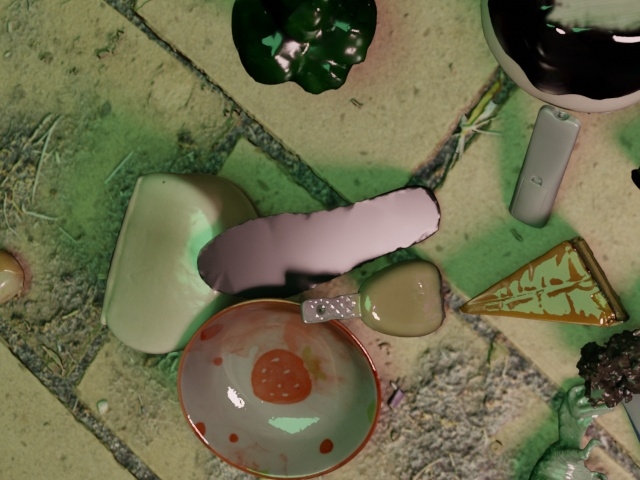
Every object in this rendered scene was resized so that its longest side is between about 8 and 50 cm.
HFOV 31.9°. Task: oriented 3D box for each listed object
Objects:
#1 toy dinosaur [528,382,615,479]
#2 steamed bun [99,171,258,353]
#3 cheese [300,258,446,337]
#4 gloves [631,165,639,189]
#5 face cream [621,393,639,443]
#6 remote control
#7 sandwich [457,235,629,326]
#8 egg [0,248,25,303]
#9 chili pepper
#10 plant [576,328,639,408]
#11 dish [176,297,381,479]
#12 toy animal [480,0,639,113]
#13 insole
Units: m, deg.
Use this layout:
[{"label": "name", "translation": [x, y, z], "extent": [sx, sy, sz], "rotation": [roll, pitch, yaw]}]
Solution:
[{"label": "toy dinosaur", "translation": [0.272, 0.350, 1.322], "extent": [0.382, 0.076, 0.129], "rotation": [-66, 29, 8]}, {"label": "steamed bun", "translation": [-0.171, 0.036, 1.471], "extent": [0.164, 0.146, 0.241], "rotation": [21, 101, 21]}, {"label": "cheese", "translation": [0.063, 0.076, 1.358], "extent": [0.037, 0.192, 0.097], "rotation": [-4, 91, 62]}, {"label": "gloves", "translation": [0.433, -0.151, 1.202], "extent": [0.107, 0.135, 0.268], "rotation": [15, 117, -13]}, {"label": "face cream", "translation": [0.492, 0.287, 1.230], "extent": [0.235, 0.137, 0.420], "rotation": [-25, 73, 26]}, {"label": "remote control", "translation": [0.252, -0.078, 1.278], "extent": [0.050, 0.027, 0.184], "rotation": [27, 144, 16]}, {"label": "sandwich", "translation": [0.261, 0.084, 1.316], "extent": [0.163, 0.079, 0.113], "rotation": [-33, 79, 22]}, {"label": "egg", "translation": [-0.477, 0.049, 1.653], "extent": [0.071, 0.071, 0.083], "rotation": [-44, 74, 21]}, {"label": "chili pepper", "translation": [-0.022, -0.290, 1.376], "extent": [0.165, 0.261, 0.173], "rotation": [11, 120, -17]}, {"label": "plant", "translation": [0.366, 0.124, 1.258], "extent": [0.174, 0.087, 0.085], "rotation": [-34, 62, 14]}, {"label": "dish", "translation": [-0.047, 0.176, 1.437], "extent": [0.260, 0.085, 0.260], "rotation": [3, 112, 8]}, {"label": "toy animal", "translation": [0.276, -0.247, 1.157], "extent": [0.251, 0.310, 0.250], "rotation": [-1, 79, 3]}, {"label": "insole", "translation": [0.000, 0.000, 1.383], "extent": [0.310, 0.012, 0.110], "rotation": [-19, 103, -3]}]
